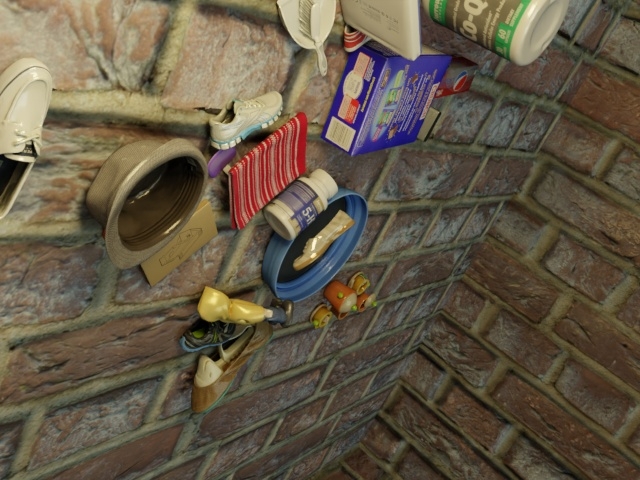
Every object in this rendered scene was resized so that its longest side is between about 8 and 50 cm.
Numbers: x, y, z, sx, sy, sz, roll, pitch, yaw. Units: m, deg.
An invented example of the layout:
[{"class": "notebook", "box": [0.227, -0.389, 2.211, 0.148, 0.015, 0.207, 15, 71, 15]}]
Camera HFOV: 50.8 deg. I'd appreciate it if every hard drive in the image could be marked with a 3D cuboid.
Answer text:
[{"class": "hard drive", "box": [0.268, -0.356, 1.928, 0.022, 0.135, 0.094, -4, 127, -56]}, {"class": "hard drive", "box": [0.110, -0.527, 1.356, 0.040, 0.210, 0.319, -45, 154, -13]}]

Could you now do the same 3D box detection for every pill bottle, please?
[{"class": "pill bottle", "box": [-0.048, -0.099, 1.766, 0.186, 0.112, 0.112, -43, 153, -18]}, {"class": "pill bottle", "box": [0.366, -0.570, 1.553, 0.204, 0.361, 0.204, -39, 151, -26]}]

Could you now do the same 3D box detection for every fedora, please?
[{"class": "fedora", "box": [-0.341, -0.092, 1.271, 0.275, 0.124, 0.244, -49, 158, -26]}]

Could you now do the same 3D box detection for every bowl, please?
[{"class": "bowl", "box": [-0.016, 0.007, 1.995, 0.391, 0.077, 0.391, -39, 152, -25]}]

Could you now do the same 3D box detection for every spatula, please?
[{"class": "spatula", "box": [-0.194, -0.138, 1.565, 0.084, 0.030, 0.296, -47, 155, -8]}]

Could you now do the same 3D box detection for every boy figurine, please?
[{"class": "boy figurine", "box": [-0.215, 0.183, 1.822, 0.285, 0.177, 0.092, 15, 83, -40]}]

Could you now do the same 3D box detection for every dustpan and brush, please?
[{"class": "dustpan and brush", "box": [-0.014, -0.443, 1.434, 0.147, 0.060, 0.211, -41, 152, -23]}]

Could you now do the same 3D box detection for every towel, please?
[{"class": "towel", "box": [-0.120, -0.166, 1.607, 0.275, 0.031, 0.199, -46, 155, -34]}]

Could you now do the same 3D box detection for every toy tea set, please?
[{"class": "toy tea set", "box": [0.117, 0.228, 2.444, 0.336, 0.124, 0.200, -16, 137, -51]}]

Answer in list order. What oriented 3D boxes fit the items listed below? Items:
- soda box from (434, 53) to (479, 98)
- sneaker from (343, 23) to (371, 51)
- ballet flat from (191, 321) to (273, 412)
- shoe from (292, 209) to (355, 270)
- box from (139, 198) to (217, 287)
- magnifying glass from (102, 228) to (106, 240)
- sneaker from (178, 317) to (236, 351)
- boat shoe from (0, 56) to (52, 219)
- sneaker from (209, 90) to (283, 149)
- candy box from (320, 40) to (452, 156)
[{"class": "soda box", "box": [0.354, -0.479, 1.973, 0.263, 0.083, 0.092, -22, 140, -46]}, {"class": "sneaker", "box": [0.100, -0.498, 1.574, 0.118, 0.042, 0.067, -43, 157, -13]}, {"class": "ballet flat", "box": [-0.279, 0.345, 1.978, 0.342, 0.116, 0.124, -46, 134, -14]}, {"class": "shoe", "box": [0.000, 0.000, 1.872, 0.219, 0.058, 0.076, -41, -176, -13]}, {"class": "box", "box": [-0.320, 0.008, 1.516, 0.201, 0.021, 0.164, -41, 163, -19]}, {"class": "magnifying glass", "box": [-0.357, -0.037, 1.433, 0.231, 0.026, 0.092, -19, 140, -48]}, {"class": "sneaker", "box": [-0.300, 0.247, 1.845, 0.188, 0.067, 0.078, -15, 142, -48]}, {"class": "boat shoe", "box": [-0.466, -0.149, 1.036, 0.095, 0.084, 0.258, -4, 128, -57]}, {"class": "sneaker", "box": [-0.156, -0.270, 1.418, 0.190, 0.071, 0.083, -40, 146, -24]}, {"class": "candy box", "box": [0.174, -0.377, 1.763, 0.317, 0.122, 0.268, -18, 137, -48]}]
